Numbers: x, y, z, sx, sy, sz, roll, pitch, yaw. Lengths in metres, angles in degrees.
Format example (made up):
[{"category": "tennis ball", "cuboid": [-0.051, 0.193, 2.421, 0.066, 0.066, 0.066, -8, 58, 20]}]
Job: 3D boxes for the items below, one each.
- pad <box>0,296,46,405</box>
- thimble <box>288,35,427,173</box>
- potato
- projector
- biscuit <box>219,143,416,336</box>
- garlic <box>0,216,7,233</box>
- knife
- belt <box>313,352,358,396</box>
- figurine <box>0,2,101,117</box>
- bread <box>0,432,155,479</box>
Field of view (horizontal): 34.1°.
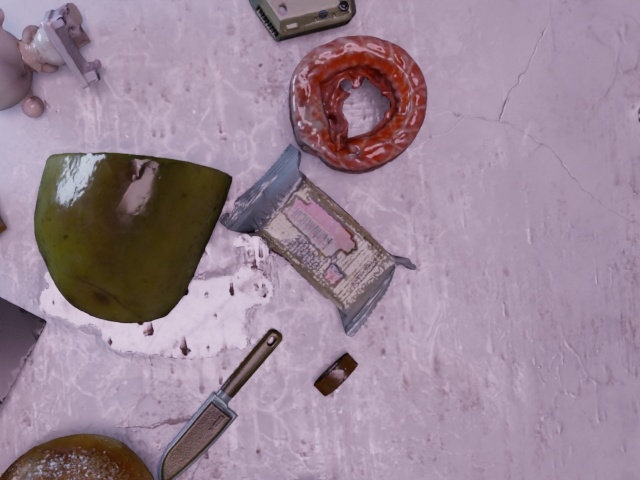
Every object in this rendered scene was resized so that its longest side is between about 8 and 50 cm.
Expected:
[{"category": "pad", "cuboid": [-0.581, 0.199, 1.783, 0.143, 0.003, 0.211, 28, 74, -4]}, {"category": "thimble", "cuboid": [0.059, -0.229, 1.769, 0.239, 0.162, 0.239, 0, 90, -5]}, {"category": "potato", "cuboid": [-0.327, 0.002, 1.722, 0.330, 0.213, 0.280, 7, 90, -3]}, {"category": "projector", "cuboid": [-0.059, -0.489, 1.795, 0.193, 0.088, 0.270, -16, 92, -7]}, {"category": "biscuit", "cuboid": [-0.004, 0.003, 1.811, 0.309, 0.079, 0.186, 44, 86, -5]}, {"category": "garlic", "cuboid": [-0.594, -0.058, 1.779, 0.084, 0.066, 0.152, -22, 97, -31]}, {"category": "knife", "cuboid": [-0.175, 0.299, 1.828, 0.061, 0.027, 0.343, 42, 88, -8]}, {"category": "belt", "cuboid": [0.028, 0.236, 1.825, 0.083, 0.059, 0.036, -44, 93, -3]}, {"category": "figurine", "cuboid": [-0.508, -0.291, 1.748, 0.256, 0.182, 0.144, -24, 50, 3]}, {"category": "bread", "cuboid": [-0.414, 0.467, 1.725, 0.305, 0.159, 0.306, -1, 78, 6]}]
